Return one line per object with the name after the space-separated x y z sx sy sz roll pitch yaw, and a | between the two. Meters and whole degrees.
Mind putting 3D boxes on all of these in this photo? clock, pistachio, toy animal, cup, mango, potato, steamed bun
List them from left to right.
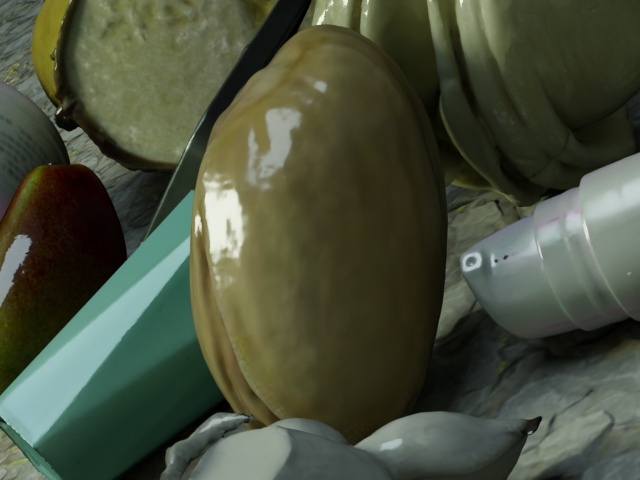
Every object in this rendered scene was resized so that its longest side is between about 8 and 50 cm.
-0.241 0.044 1.527 0.111 0.133 0.268 -13 47 36 | mango
-0.132 0.084 1.291 0.235 0.148 0.134 -40 -10 -17 | cup
-0.116 -0.248 1.768 0.397 0.290 0.296 -34 20 1 | potato
-0.093 -0.059 1.498 0.273 0.049 0.279 -61 2 37 | clock
-0.007 0.179 0.896 0.208 0.154 0.325 -8 28 35 | toy animal
0.000 0.000 1.130 0.181 0.293 0.162 4 -10 -32 | pistachio
0.116 -0.146 1.239 0.203 0.276 0.289 -38 28 -27 | steamed bun

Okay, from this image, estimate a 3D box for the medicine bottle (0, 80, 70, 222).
-0.382 0.002 1.662 0.241 0.241 0.302 -23 32 23 | medicine bottle

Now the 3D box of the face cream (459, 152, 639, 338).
0.255 -0.025 1.030 0.345 0.102 0.102 -23 24 25 | face cream
